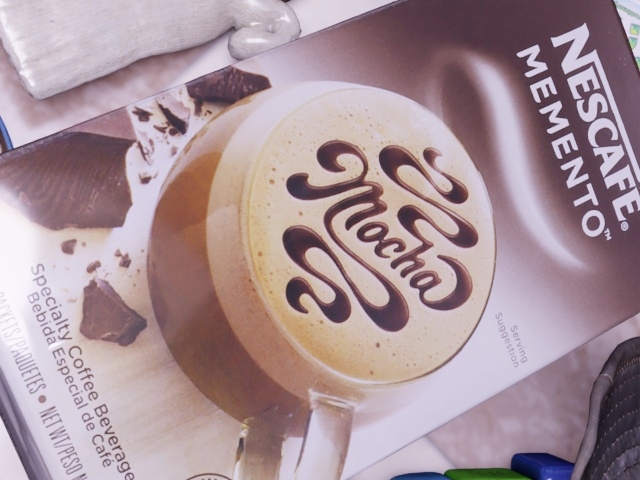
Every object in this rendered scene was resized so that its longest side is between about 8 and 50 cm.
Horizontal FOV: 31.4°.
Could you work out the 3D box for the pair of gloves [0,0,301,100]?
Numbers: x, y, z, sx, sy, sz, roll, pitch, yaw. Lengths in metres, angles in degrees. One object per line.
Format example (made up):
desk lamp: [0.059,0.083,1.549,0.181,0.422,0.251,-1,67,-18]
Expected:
pair of gloves: [-0.033,-0.079,0.571,0.204,0.042,0.240,-35,101,-20]

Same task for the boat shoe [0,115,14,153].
boat shoe: [-0.193,-0.080,0.512,0.066,0.066,0.183,-30,94,-15]

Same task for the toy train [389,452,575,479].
toy train: [0.062,0.231,0.550,0.143,0.105,0.248,0,86,-5]

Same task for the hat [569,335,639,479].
hat: [0.208,0.204,0.494,0.331,0.133,0.332,16,71,-55]

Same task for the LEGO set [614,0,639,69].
LEGO set: [0.242,-0.077,0.642,0.244,0.060,0.183,26,83,-13]

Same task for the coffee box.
coffee box: [0.000,0.000,0.493,0.297,0.119,0.168,-26,97,-22]
